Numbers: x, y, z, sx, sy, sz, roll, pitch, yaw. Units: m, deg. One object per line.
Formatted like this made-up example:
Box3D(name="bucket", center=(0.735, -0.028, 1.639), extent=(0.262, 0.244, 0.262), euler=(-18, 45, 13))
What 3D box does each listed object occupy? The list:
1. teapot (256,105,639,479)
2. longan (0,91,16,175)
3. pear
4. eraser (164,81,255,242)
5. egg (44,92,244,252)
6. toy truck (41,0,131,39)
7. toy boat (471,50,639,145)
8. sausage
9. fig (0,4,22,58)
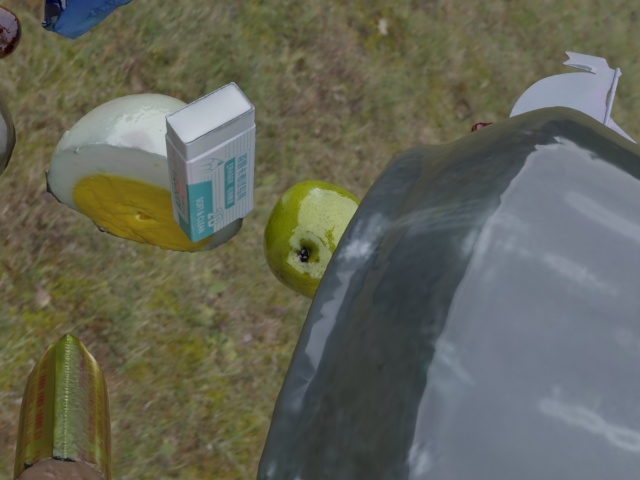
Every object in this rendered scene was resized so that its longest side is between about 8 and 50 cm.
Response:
Box3D(name="teapot", center=(0.171, 0.152, 0.513), extent=(0.305, 0.362, 0.376), euler=(-24, 128, -68))
Box3D(name="longan", center=(-0.476, -0.151, 1.510), extent=(0.189, 0.189, 0.189), euler=(15, 62, -29))
Box3D(name="pear", center=(0.001, 0.000, 1.879), extent=(0.198, 0.198, 0.198), euler=(15, 62, -29))
Box3D(name="eraser", center=(-0.127, -0.087, 1.398), extent=(0.095, 0.225, 0.052), euler=(-30, 68, -19))
Box3D(name="egg", center=(-0.272, -0.136, 1.959), extent=(0.337, 0.337, 0.201), euler=(26, 58, -24))
Box3D(name="toy truck", center=(-0.145, -0.171, 0.527), extent=(0.208, 0.126, 0.113), euler=(8, 60, -22))
Box3D(name="toy boat", center=(0.277, -0.130, 1.368), extent=(0.219, 0.072, 0.318), euler=(5, 49, -11))
Box3D(name="sausage", center=(-0.330, 0.222, 1.517), extent=(0.317, 0.117, 0.125), euler=(-108, 180, -56))
Box3D(name="fig", center=(-0.512, -0.337, 1.866), extent=(0.089, 0.089, 0.125), euler=(27, 19, -23))
